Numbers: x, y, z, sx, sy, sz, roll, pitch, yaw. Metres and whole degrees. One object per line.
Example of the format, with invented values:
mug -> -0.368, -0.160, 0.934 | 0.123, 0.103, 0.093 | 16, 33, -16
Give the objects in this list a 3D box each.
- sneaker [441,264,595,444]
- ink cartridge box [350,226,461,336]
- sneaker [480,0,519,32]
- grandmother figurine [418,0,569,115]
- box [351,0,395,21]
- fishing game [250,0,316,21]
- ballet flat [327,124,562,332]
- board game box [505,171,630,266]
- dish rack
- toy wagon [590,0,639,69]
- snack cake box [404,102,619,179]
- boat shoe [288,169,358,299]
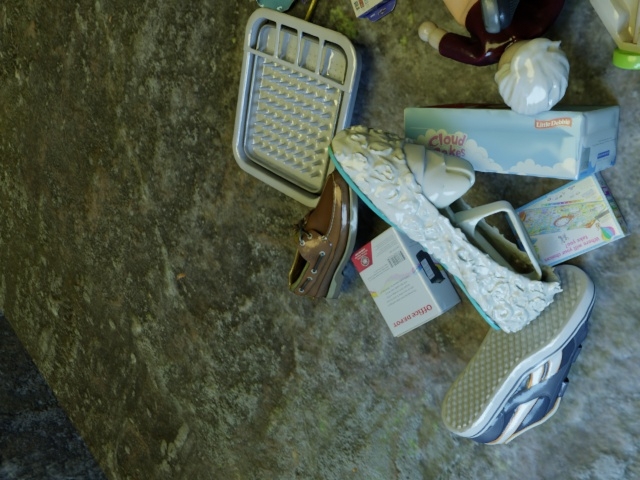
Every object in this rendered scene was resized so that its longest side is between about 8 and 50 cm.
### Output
sneaker -> 0.332, 0.187, 0.996 | 0.321, 0.127, 0.126 | -54, 28, 14
ink cartridge box -> 0.153, 0.069, 1.146 | 0.127, 0.072, 0.175 | -37, 77, 42
sneaker -> 0.254, -0.344, 0.752 | 0.130, 0.228, 0.087 | 4, 146, 23
grandmother figurine -> 0.239, -0.311, 0.848 | 0.207, 0.104, 0.343 | -32, 55, 29
box -> 0.081, -0.452, 1.084 | 0.081, 0.028, 0.136 | -19, 88, 44
fishing game -> -0.091, -0.539, 1.208 | 0.264, 0.041, 0.189 | 49, 127, 21
ballet flat -> 0.195, -0.038, 0.892 | 0.409, 0.147, 0.147 | 43, 136, -16
board game box -> 0.367, -0.025, 0.946 | 0.154, 0.026, 0.104 | -31, 76, 44
dish rack -> -0.044, -0.259, 1.228 | 0.285, 0.072, 0.333 | 30, 121, 32
toy wagon -> 0.409, -0.337, 0.739 | 0.344, 0.068, 0.267 | 42, 145, 52
snack cake box -> 0.272, -0.152, 0.914 | 0.264, 0.152, 0.089 | 12, 111, 40
boat shoe -> 0.000, 0.000, 1.185 | 0.111, 0.104, 0.307 | -101, 16, -51
